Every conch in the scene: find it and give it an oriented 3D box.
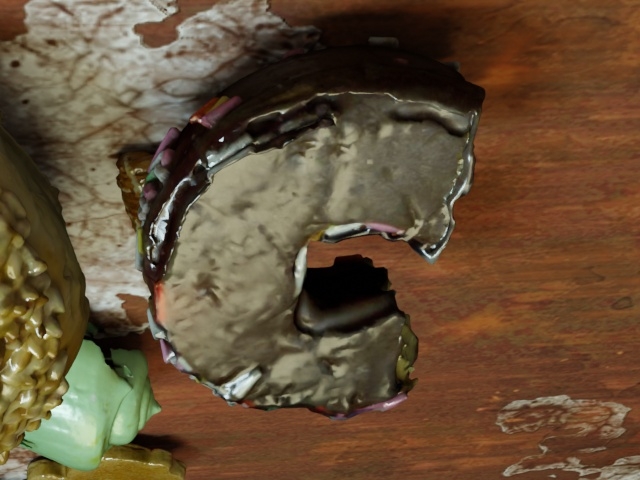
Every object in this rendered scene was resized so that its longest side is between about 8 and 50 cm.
[{"bbox_3d":[-0.281,0.137,1.543,0.250,0.137,0.143,27,166,-17],"label":"conch"}]

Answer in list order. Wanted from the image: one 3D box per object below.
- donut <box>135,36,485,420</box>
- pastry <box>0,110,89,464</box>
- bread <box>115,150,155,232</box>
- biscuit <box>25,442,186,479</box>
[{"bbox_3d":[-0.022,-0.004,1.247,0.259,0.136,0.345,-1,127,-12],"label":"donut"},{"bbox_3d":[-0.370,0.045,1.194,0.409,0.245,0.410,-6,137,-6],"label":"pastry"},{"bbox_3d":[-0.104,-0.003,1.366,0.105,0.076,0.233,-24,143,23],"label":"bread"},{"bbox_3d":[-0.264,0.285,1.839,0.166,0.036,0.225,25,140,-31],"label":"biscuit"}]
